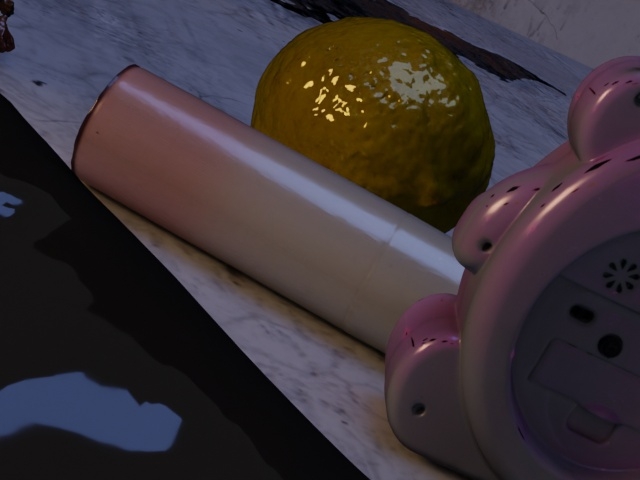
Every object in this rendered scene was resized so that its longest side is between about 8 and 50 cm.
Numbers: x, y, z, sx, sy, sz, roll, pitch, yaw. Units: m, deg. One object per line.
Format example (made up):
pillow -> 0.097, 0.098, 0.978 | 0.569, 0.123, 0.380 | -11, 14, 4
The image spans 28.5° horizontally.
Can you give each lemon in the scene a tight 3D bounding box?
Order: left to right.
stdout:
lemon -> 0.039, -0.081, 0.953 | 0.181, 0.180, 0.193 | 21, 2, -20

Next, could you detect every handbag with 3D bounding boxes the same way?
handbag -> -0.129, 0.068, 0.394 | 0.285, 0.113, 0.257 | 44, 29, 24

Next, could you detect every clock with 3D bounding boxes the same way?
clock -> 0.175, 0.042, 0.685 | 0.228, 0.248, 0.090 | 25, 20, -8

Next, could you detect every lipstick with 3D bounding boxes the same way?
lipstick -> 0.000, 0.000, 0.812 | 0.327, 0.087, 0.087 | 30, 18, 7

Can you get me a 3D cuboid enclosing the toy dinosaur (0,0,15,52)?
toy dinosaur -> -0.288, -0.191, 0.998 | 0.154, 0.049, 0.055 | 42, 25, 25
